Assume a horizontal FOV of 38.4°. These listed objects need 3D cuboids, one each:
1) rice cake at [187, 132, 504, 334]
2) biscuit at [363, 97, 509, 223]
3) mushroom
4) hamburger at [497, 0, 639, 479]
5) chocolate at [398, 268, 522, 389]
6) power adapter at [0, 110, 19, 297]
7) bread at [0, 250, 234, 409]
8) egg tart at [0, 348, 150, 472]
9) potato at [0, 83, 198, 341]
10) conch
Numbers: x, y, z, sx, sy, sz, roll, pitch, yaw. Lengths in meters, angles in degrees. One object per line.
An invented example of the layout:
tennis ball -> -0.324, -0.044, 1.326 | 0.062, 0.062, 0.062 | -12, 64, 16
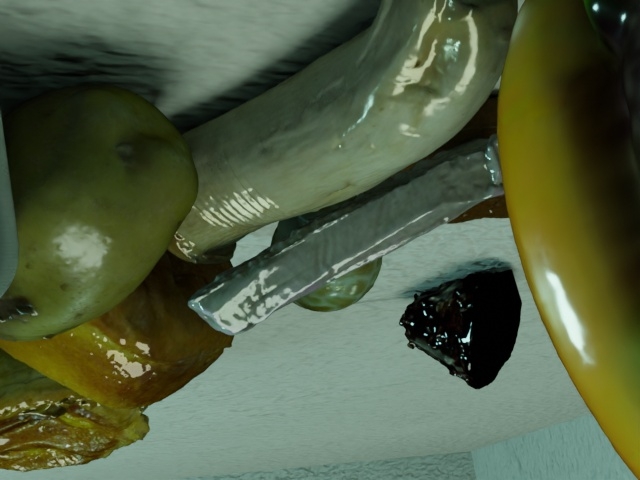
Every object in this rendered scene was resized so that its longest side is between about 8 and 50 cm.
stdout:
rice cake -> 0.021, -0.002, 0.696 | 0.269, 0.055, 0.049 | -30, -167, 5
biscuit -> 0.149, -0.065, 0.789 | 0.215, 0.034, 0.182 | 6, 154, -31
mushroom -> -0.005, -0.074, 0.621 | 0.122, 0.095, 0.351 | 26, 142, -31
hamburger -> 0.272, -0.043, 0.444 | 0.395, 0.396, 0.277 | 4, 158, -33
chocolate -> 0.164, 0.102, 1.164 | 0.133, 0.156, 0.156 | 12, 173, 32
power adapter -> -0.247, -0.027, 0.496 | 0.124, 0.187, 0.255 | -2, 161, -35
bread -> -0.155, 0.068, 0.792 | 0.260, 0.134, 0.129 | 6, 127, -52
egg tart -> -0.380, 0.204, 1.129 | 0.339, 0.153, 0.351 | -1, 158, -23
potato -> -0.165, -0.019, 0.607 | 0.137, 0.155, 0.200 | 2, 152, -35
conch -> 0.006, 0.003, 0.807 | 0.105, 0.116, 0.173 | -23, 150, -11
